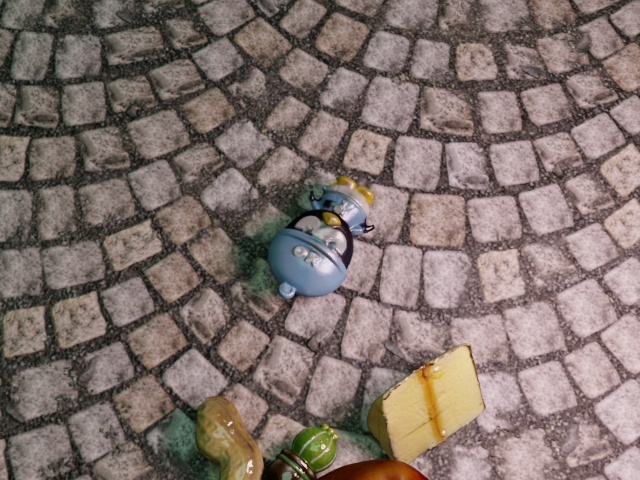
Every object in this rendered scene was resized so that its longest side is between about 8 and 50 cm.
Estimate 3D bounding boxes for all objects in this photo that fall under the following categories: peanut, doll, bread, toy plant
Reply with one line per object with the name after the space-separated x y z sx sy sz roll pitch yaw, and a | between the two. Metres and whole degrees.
-0.178 0.413 1.936 0.103 0.098 0.229 -41 66 26 | peanut
0.000 0.000 2.106 0.177 0.141 0.314 30 65 7 | doll
0.218 0.321 1.947 0.240 0.178 0.135 -30 69 -17 | bread
-0.031 0.430 1.934 0.093 0.093 0.162 41 70 15 | toy plant

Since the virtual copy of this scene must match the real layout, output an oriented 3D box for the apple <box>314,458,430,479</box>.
0.100 0.534 1.785 0.288 0.317 0.288 5 72 -16 | apple
